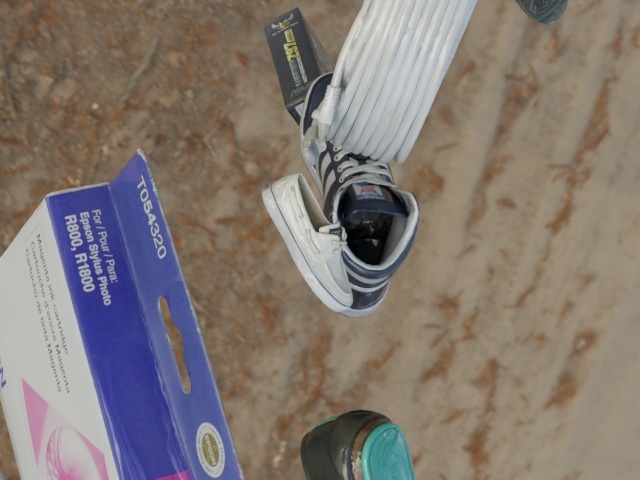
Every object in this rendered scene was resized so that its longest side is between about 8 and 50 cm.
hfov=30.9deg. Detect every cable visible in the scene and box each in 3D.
[{"bbox_3d":[0.080,-0.194,1.021,0.257,0.089,0.257,-69,-177,-65],"label":"cable"}]

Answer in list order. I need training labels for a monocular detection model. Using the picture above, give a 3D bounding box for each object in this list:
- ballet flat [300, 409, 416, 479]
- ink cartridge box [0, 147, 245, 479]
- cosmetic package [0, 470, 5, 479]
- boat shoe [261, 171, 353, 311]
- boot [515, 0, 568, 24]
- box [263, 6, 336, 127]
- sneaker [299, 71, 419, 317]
[{"bbox_3d":[0.049,0.264,0.912,0.095,0.096,0.280,-21,100,-48],"label":"ballet flat"},{"bbox_3d":[-0.200,0.133,1.014,0.071,0.324,0.330,-8,161,-33],"label":"ink cartridge box"},{"bbox_3d":[-0.238,0.110,0.469,0.151,0.183,0.151,-10,145,-45],"label":"cosmetic package"},{"bbox_3d":[0.000,0.000,0.775,0.035,0.100,0.035,-28,-176,23],"label":"boat shoe"},{"bbox_3d":[0.190,-0.350,1.412,0.076,0.208,0.189,-47,120,-8],"label":"boot"},{"bbox_3d":[0.016,-0.163,1.507,0.059,0.183,0.232,-26,134,11],"label":"box"},{"bbox_3d":[0.040,-0.072,1.229,0.099,0.282,0.153,-3,163,-8],"label":"sneaker"}]
